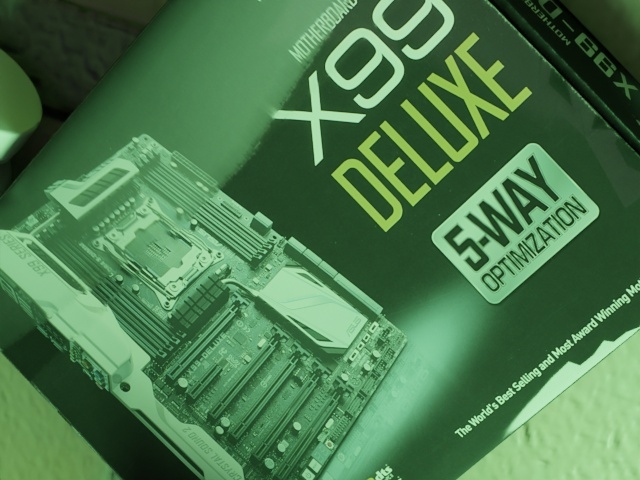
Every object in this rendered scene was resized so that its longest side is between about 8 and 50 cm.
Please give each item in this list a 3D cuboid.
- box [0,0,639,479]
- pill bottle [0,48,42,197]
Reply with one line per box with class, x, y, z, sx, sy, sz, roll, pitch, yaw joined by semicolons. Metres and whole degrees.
box;0.000;0.000;0.744;0.242;0.076;0.307;47;118;1
pill bottle;-0.214;-0.025;0.810;0.094;0.094;0.169;46;118;1
